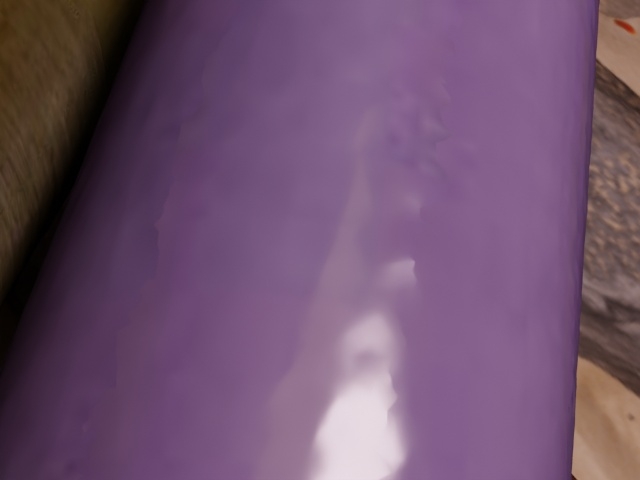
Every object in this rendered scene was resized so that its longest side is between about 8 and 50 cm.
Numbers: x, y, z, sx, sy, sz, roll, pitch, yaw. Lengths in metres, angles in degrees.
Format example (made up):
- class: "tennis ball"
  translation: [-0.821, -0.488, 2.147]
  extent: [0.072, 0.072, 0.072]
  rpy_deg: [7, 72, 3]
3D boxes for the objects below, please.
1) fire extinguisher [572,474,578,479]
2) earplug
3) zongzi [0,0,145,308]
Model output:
- class: "fire extinguisher"
  translation: [0.141, 0.199, 0.541]
  extent: [0.104, 0.105, 0.269]
  rpy_deg: [-29, 69, -37]
- class: "earplug"
  translation: [0.000, 0.000, 0.486]
  extent: [0.215, 0.215, 0.456]
  rpy_deg: [17, 65, -10]
- class: "zongzi"
  translation: [-0.297, -0.145, 0.553]
  extent: [0.466, 0.218, 0.500]
  rpy_deg: [20, 45, 1]
